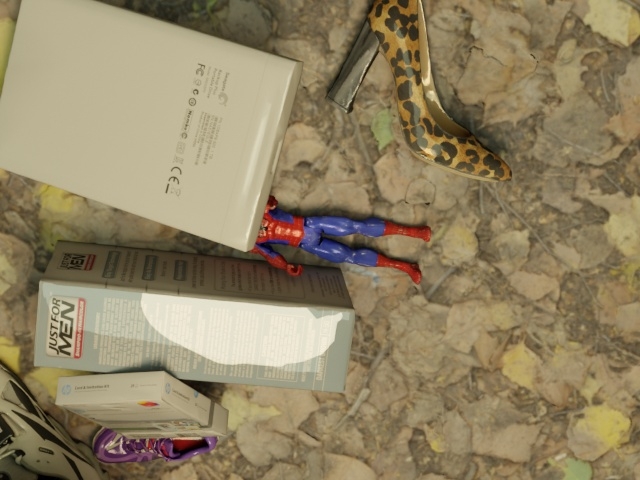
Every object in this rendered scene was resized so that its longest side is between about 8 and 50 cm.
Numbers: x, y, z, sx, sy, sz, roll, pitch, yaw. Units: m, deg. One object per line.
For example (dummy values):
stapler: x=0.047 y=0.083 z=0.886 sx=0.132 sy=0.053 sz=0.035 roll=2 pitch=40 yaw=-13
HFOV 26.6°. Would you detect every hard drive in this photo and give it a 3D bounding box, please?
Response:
hard drive: x=-0.215 y=-0.151 z=1.623 sx=0.353 sy=0.047 sz=0.233 roll=18 pitch=102 yaw=13

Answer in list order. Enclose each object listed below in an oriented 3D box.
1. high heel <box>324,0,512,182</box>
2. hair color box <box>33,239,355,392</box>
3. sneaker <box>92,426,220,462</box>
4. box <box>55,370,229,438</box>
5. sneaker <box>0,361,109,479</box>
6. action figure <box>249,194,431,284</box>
high heel: x=0.157 y=-0.195 z=1.682 sx=0.261 sy=0.093 sz=0.186 roll=29 pitch=106 yaw=-2
hair color box: x=-0.155 y=0.092 z=1.683 sx=0.374 sy=0.185 sz=0.114 roll=6 pitch=104 yaw=-6
sneaker: x=-0.217 y=0.262 z=1.779 sx=0.169 sy=0.071 sz=0.068 roll=-9 pitch=104 yaw=-1
box: x=-0.216 y=0.205 z=1.664 sx=0.145 sy=0.186 sz=0.038 roll=-5 pitch=68 yaw=21
sneaker: x=-0.402 y=0.259 z=1.714 sx=0.330 sy=0.146 sz=0.122 roll=40 pitch=101 yaw=-16
action figure: x=0.000 y=0.000 z=1.703 sx=0.280 sy=0.139 sz=0.091 roll=11 pitch=102 yaw=-5
